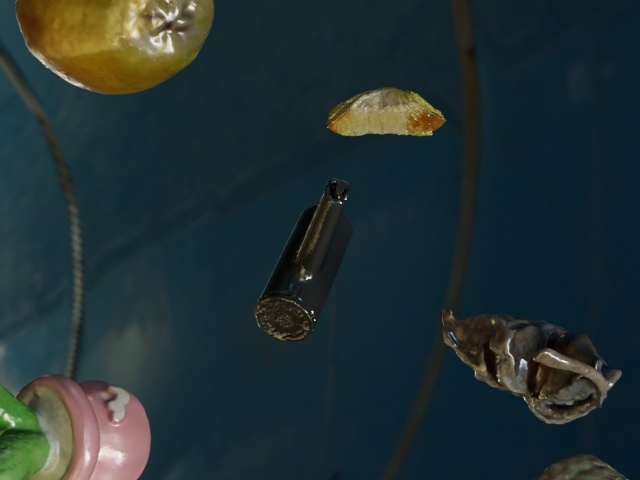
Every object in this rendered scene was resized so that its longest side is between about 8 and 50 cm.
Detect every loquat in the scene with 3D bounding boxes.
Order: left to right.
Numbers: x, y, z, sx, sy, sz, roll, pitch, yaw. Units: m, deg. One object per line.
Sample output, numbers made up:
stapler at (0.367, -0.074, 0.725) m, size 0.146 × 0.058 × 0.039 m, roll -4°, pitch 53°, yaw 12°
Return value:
loquat at (-0.310, -0.357, 2.330) m, size 0.284 × 0.276 × 0.276 m, roll 16°, pitch -43°, yaw 42°

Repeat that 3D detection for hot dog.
hot dog at (0.093, -0.186, 2.194) m, size 0.169 × 0.061 × 0.078 m, roll 1°, pitch -45°, yaw 1°

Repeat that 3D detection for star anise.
star anise at (0.293, 0.176, 2.158) m, size 0.316 × 0.139 × 0.359 m, roll 10°, pitch -8°, yaw 44°

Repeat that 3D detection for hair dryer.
hair dryer at (0.000, 0.000, 2.155) m, size 0.089 × 0.197 × 0.251 m, roll 25°, pitch -38°, yaw 1°

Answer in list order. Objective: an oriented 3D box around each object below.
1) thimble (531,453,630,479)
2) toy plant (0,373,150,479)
thimble at (0.330, 0.393, 1.943) m, size 0.148 × 0.196 × 0.229 m, roll 38°, pitch -47°, yaw 46°
toy plant at (-0.462, 0.300, 2.480) m, size 0.210 × 0.356 × 0.317 m, roll -51°, pitch -127°, yaw 32°
